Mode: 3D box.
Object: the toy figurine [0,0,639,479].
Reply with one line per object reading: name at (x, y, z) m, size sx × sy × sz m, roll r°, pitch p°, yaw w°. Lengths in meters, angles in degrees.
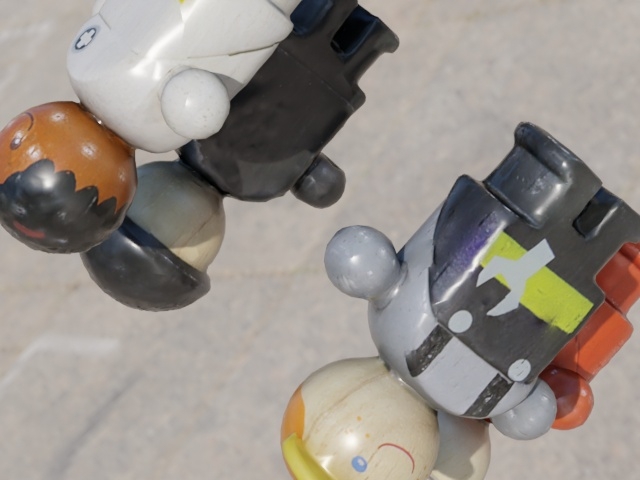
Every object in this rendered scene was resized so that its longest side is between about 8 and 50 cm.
toy figurine at (0.000, 0.000, 0.672) m, size 0.148 × 0.213 × 0.209 m, roll -49°, pitch -11°, yaw 4°
